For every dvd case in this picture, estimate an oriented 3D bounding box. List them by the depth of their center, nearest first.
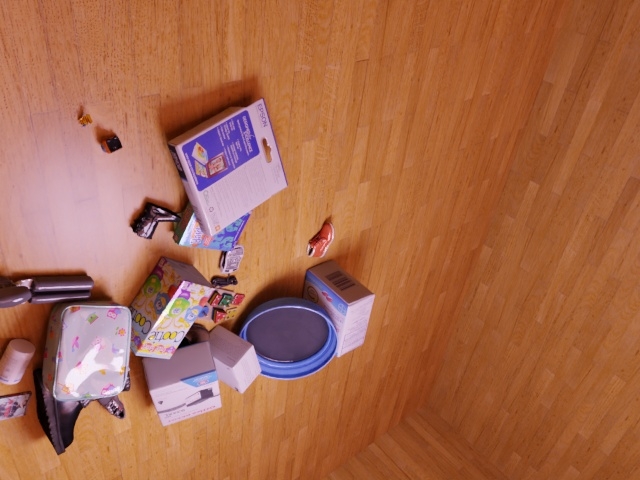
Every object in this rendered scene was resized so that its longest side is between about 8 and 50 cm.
[{"bbox_3d":[-0.911,0.484,1.597,0.119,0.013,0.087,3,119,-50],"label":"dvd case"}]

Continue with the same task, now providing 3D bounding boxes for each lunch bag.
[{"bbox_3d":[-0.653,0.311,1.560,0.224,0.107,0.279,6,90,-44],"label":"lunch bag"}]

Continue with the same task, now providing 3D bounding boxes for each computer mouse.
[{"bbox_3d":[-0.311,0.081,1.881,0.106,0.042,0.193,-6,131,-39],"label":"computer mouse"}]

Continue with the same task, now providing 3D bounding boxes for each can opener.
[{"bbox_3d":[-0.725,0.143,1.430,0.283,0.095,0.076,2,120,-48],"label":"can opener"}]

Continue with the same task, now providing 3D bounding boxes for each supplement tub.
[{"bbox_3d":[-0.833,0.330,1.499,0.071,0.071,0.107,19,106,-53],"label":"supplement tub"}]

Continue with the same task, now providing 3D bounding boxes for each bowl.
[{"bbox_3d":[-0.127,0.383,2.153,0.390,0.077,0.391,-3,124,-4],"label":"bowl"}]

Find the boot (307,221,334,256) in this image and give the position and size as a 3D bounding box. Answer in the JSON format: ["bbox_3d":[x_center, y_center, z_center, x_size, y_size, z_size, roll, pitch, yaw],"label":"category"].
[{"bbox_3d":[0.000,0.000,2.138,0.084,0.059,0.158,-2,124,-41],"label":"boot"}]

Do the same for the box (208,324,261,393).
[{"bbox_3d":[-0.334,0.438,2.031,0.119,0.181,0.181,-48,147,-33],"label":"box"}]

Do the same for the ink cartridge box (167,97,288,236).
[{"bbox_3d":[-0.256,-0.215,1.587,0.307,0.072,0.304,-39,132,-31],"label":"ink cartridge box"}]

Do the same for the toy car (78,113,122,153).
[{"bbox_3d":[-0.539,-0.263,1.346,0.040,0.060,0.122,-13,128,20],"label":"toy car"}]

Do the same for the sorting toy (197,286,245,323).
[{"bbox_3d":[-0.368,0.237,1.950,0.132,0.046,0.274,-56,145,7],"label":"sorting toy"}]

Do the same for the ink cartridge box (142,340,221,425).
[{"bbox_3d":[-0.471,0.500,1.906,0.223,0.129,0.308,-14,144,-17],"label":"ink cartridge box"}]

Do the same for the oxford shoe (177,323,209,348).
[{"bbox_3d":[-0.463,0.342,1.895,0.227,0.096,0.083,12,110,-53],"label":"oxford shoe"}]

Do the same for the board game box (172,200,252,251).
[{"bbox_3d":[-0.330,-0.052,1.697,0.210,0.047,0.160,9,116,-48],"label":"board game box"}]

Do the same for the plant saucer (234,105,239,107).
[{"bbox_3d":[-0.236,-0.307,1.640,0.067,0.018,0.192,-40,144,-16],"label":"plant saucer"}]

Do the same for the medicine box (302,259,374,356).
[{"bbox_3d":[0.061,0.278,2.268,0.149,0.263,0.289,-20,134,-36],"label":"medicine box"}]

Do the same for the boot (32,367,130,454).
[{"bbox_3d":[-0.725,0.491,1.706,0.260,0.131,0.348,-17,132,-39],"label":"boot"}]

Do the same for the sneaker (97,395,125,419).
[{"bbox_3d":[-0.695,0.554,1.851,0.061,0.065,0.158,-39,143,-16],"label":"sneaker"}]

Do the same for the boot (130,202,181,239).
[{"bbox_3d":[-0.473,-0.048,1.582,0.121,0.045,0.099,24,99,-45],"label":"boot"}]

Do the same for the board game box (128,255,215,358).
[{"bbox_3d":[-0.483,0.213,1.717,0.275,0.142,0.144,-56,144,6],"label":"board game box"}]

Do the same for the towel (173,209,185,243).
[{"bbox_3d":[-0.381,-0.055,1.697,0.152,0.023,0.113,-24,136,-33],"label":"towel"}]
